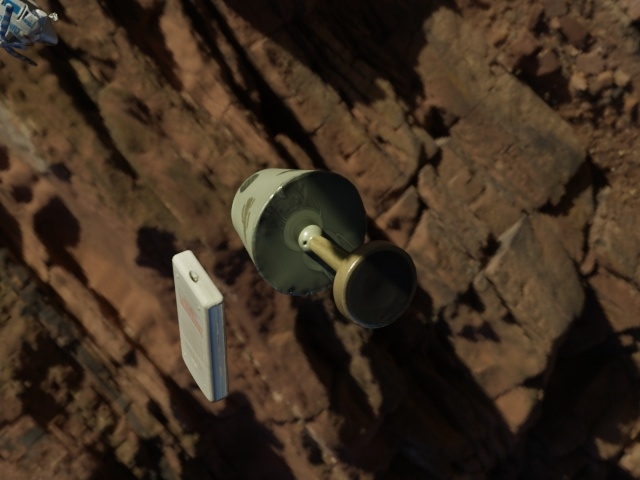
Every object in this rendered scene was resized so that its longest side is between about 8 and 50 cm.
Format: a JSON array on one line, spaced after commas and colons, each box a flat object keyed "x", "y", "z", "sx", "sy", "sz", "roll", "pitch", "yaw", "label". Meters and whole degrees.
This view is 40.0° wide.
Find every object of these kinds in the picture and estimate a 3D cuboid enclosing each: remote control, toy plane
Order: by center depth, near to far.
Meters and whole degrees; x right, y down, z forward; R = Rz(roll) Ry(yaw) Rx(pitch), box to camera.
[{"x": -0.133, "y": 0.103, "z": 0.993, "sx": 0.087, "sy": 0.029, "sz": 0.190, "roll": 50, "pitch": 150, "yaw": 36, "label": "remote control"}, {"x": -0.532, "y": -0.377, "z": 1.354, "sx": 0.273, "sy": 0.107, "sz": 0.182, "roll": 27, "pitch": 157, "yaw": -18, "label": "toy plane"}]

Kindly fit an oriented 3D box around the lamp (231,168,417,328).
[{"x": 0.000, "y": 0.000, "z": 0.787, "sx": 0.215, "sy": 0.121, "sz": 0.121, "roll": 33, "pitch": 157, "yaw": 56, "label": "lamp"}]
